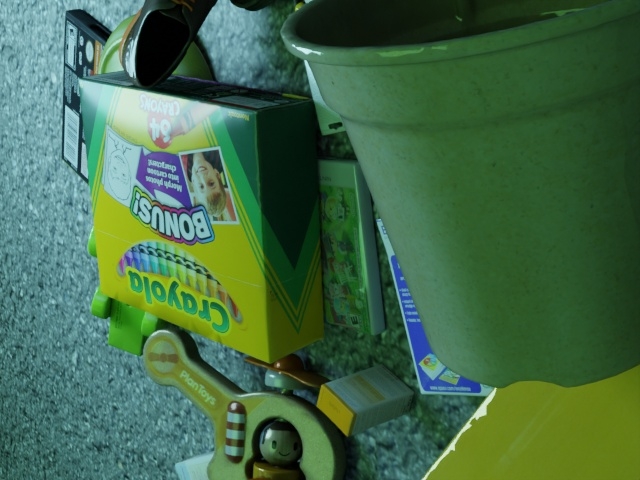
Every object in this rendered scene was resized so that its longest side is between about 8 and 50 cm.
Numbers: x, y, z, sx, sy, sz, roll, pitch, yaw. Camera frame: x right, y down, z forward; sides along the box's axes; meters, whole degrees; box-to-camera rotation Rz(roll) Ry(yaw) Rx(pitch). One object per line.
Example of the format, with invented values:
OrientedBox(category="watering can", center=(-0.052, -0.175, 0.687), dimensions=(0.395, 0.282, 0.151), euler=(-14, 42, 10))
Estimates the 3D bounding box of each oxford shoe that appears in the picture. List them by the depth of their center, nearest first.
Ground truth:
OrientedBox(category="oxford shoe", center=(-0.160, -0.304, 1.287), dimensions=(0.271, 0.097, 0.098), euler=(-64, 21, 16))

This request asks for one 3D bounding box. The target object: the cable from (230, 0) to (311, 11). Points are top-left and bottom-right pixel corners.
OrientedBox(category="cable", center=(-0.029, -0.300, 1.191), dimensions=(0.287, 0.072, 0.139), euler=(31, 115, 45))

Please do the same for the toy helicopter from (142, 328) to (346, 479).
OrientedBox(category="toy helicopter", center=(-0.108, 0.224, 1.457), dimensions=(0.355, 0.140, 0.235), euler=(36, 109, 25))

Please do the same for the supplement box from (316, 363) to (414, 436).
OrientedBox(category="supplement box", center=(0.053, 0.189, 1.263), dimensions=(0.062, 0.098, 0.036), euler=(40, 130, 39))

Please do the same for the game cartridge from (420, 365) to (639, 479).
OrientedBox(category="game cartridge", center=(0.231, 0.229, 0.922), dimensions=(0.324, 0.052, 0.285), euler=(-53, 40, 13))

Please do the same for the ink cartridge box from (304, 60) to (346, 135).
OrientedBox(category="ink cartridge box", center=(0.017, -0.182, 1.218), dimensions=(0.063, 0.029, 0.115), euler=(-3, 102, 53))

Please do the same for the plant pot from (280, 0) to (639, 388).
OrientedBox(category="plant pot", center=(0.167, -0.064, 0.856), dimensions=(0.334, 0.334, 0.305), euler=(16, 128, 50))

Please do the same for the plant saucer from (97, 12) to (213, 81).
OrientedBox(category="plant saucer", center=(-0.244, -0.201, 1.513), dimensions=(0.241, 0.037, 0.241), euler=(17, 117, 36))

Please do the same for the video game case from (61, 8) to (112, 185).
OrientedBox(category="video game case", center=(-0.339, -0.193, 1.690), dimensions=(0.248, 0.035, 0.275), euler=(40, 132, 38))

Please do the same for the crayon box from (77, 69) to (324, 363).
OrientedBox(category="crayon box", center=(-0.161, -0.045, 1.380), dimensions=(0.363, 0.106, 0.313), euler=(16, 115, 43))

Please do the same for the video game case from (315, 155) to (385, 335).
OrientedBox(category="video game case", center=(0.000, 0.000, 1.321), dimensions=(0.193, 0.023, 0.212), euler=(11, 113, 52))

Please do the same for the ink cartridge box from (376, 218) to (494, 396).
OrientedBox(category="ink cartridge box", center=(0.161, 0.061, 1.110), dimensions=(0.206, 0.045, 0.208), euler=(-8, 99, 54))

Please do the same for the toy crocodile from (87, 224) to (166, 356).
OrientedBox(category="toy crocodile", center=(-0.290, 0.050, 1.672), dimensions=(0.115, 0.105, 0.340), euler=(16, 130, 9))

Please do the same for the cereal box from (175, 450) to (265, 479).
OrientedBox(category="cereal box", center=(-0.132, 0.409, 1.652), dimensions=(0.240, 0.047, 0.173), euler=(-26, 83, 55))
